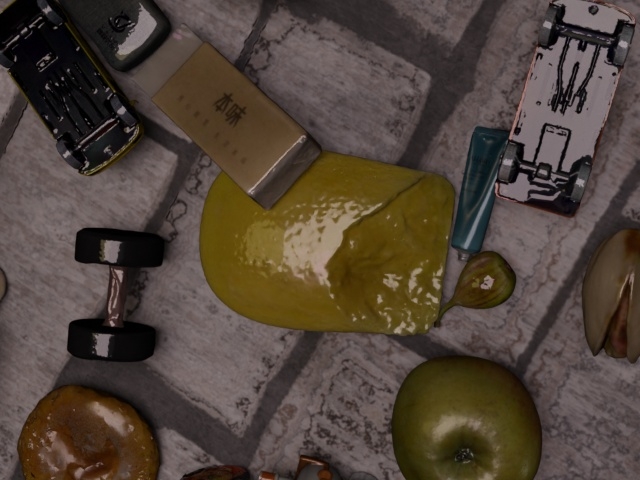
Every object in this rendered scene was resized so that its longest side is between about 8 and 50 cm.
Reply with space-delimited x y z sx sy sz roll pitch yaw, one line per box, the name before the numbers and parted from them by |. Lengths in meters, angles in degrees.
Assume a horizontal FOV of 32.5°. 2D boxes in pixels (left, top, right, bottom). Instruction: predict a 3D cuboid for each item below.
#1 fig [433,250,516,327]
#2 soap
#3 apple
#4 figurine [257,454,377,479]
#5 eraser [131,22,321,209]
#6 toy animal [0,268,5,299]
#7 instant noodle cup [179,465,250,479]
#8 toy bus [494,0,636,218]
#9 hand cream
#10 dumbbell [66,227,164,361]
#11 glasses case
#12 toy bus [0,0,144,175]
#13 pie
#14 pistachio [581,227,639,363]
fig | 0.251 0.096 1.794 0.093 0.093 0.166 39 98 9
soap | 0.000 0.000 1.832 0.427 0.115 0.306 6 95 12
apple | 0.232 0.310 1.750 0.260 0.194 0.261 1 96 6
figurine | 0.024 0.438 1.833 0.271 0.143 0.143 3 92 14
eraser | -0.161 -0.212 1.826 0.144 0.078 0.343 -48 64 1
toy animal | -0.693 0.208 1.954 0.196 0.241 0.368 8 79 4
instant noodle cup | -0.177 0.472 1.888 0.127 0.127 0.136 -3 99 12
toy bus | 0.383 -0.210 1.724 0.143 0.153 0.329 16 96 11
hand cream | 0.261 -0.074 1.805 0.083 0.048 0.224 16 95 46
dumbbell | -0.353 0.093 1.892 0.152 0.152 0.218 6 94 12
glasses case | -0.401 -0.452 1.926 0.131 0.074 0.323 -41 83 12
toy bus | -0.429 -0.270 1.899 0.145 0.151 0.331 -37 83 7
pie | -0.418 0.381 1.959 0.273 0.069 0.273 1 96 15
pistachio | 0.477 0.086 1.718 0.144 0.144 0.215 8 101 12
